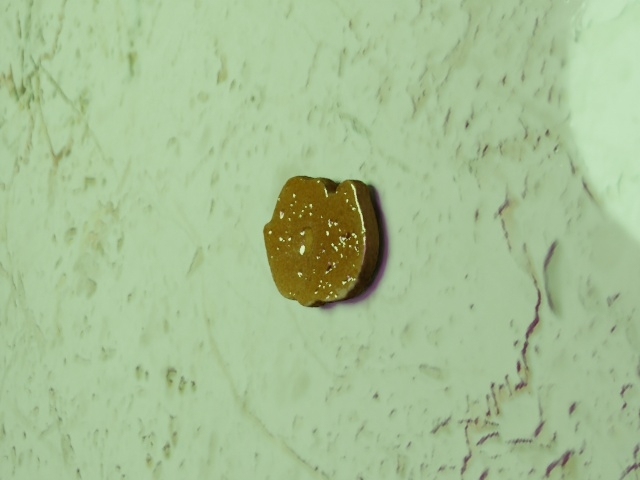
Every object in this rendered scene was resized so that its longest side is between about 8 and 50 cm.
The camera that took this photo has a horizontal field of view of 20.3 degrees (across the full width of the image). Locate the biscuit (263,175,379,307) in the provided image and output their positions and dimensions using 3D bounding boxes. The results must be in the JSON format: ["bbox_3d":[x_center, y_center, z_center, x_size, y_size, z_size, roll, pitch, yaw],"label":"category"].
[{"bbox_3d":[0.000,0.000,1.361,0.130,0.019,0.102,-4,86,52],"label":"biscuit"}]
